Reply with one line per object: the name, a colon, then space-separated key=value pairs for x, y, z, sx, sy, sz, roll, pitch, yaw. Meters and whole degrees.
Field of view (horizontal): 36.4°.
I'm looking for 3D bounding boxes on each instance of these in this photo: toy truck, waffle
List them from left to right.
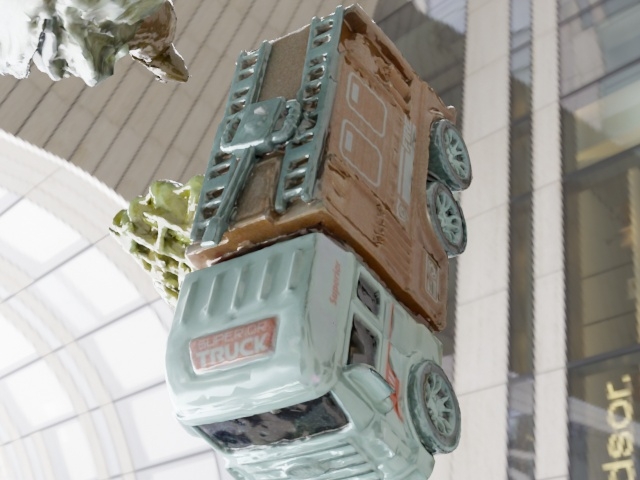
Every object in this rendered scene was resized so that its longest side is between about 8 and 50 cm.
waffle: x=-0.108 y=0.048 z=1.172 sx=0.297 sy=0.317 sz=0.073 roll=56 pitch=-132 yaw=-23
toy truck: x=0.000 y=0.000 z=0.611 sx=0.162 sy=0.136 sz=0.305 roll=47 pitch=-143 yaw=-37

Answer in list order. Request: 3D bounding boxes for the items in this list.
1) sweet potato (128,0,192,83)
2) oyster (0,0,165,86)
sweet potato: x=-0.222 y=-0.201 z=0.753 sx=0.310 sy=0.098 sz=0.124 roll=29 pitch=-144 yaw=-29
oyster: x=-0.126 y=-0.154 z=0.386 sx=0.112 sy=0.198 sz=0.267 roll=-38 pitch=-116 yaw=-13
